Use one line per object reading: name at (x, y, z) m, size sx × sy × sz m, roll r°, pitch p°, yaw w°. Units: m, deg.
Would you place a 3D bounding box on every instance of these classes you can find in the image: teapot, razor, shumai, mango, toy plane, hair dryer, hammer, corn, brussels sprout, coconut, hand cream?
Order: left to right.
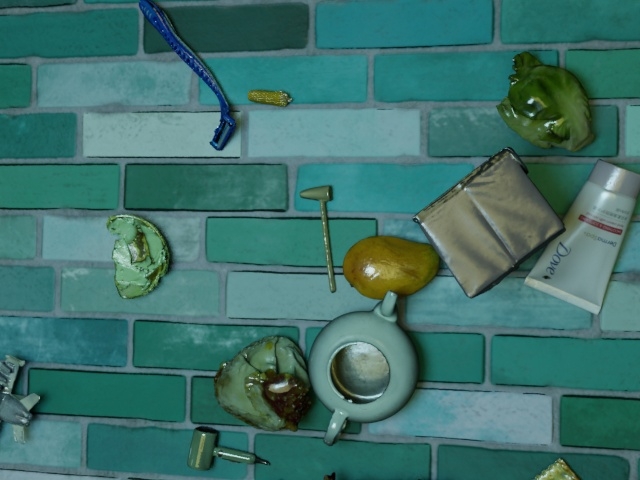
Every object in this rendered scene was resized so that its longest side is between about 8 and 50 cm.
toy plane at (-0.656, 0.292, 1.415) m, size 0.262 × 0.088 × 0.192 m, roll 21°, pitch 94°, yaw 10°
coconut at (-0.339, 0.031, 1.381) m, size 0.133 × 0.055 × 0.158 m, roll 5°, pitch 91°, yaw 9°
razor at (-0.242, -0.325, 1.379) m, size 0.056 × 0.093 × 0.324 m, roll -26°, pitch 78°, yaw -32°
hair dryer at (-0.166, 0.392, 1.353) m, size 0.150 × 0.047 × 0.071 m, roll 12°, pitch 90°, yaw 4°
shumai at (-0.106, 0.266, 1.293) m, size 0.184 × 0.142 × 0.184 m, roll 0°, pitch 87°, yaw 6°
corn at (-0.093, -0.263, 1.358) m, size 0.083 × 0.028 × 0.027 m, roll 9°, pitch 69°, yaw 10°
hammer at (0.000, 0.000, 1.340) m, size 0.060 × 0.028 × 0.195 m, roll -7°, pitch 89°, yaw 15°
teapot at (0.072, 0.219, 1.268) m, size 0.193 × 0.129 × 0.294 m, roll 24°, pitch 93°, yaw 10°
mango at (0.121, 0.050, 1.288) m, size 0.165 × 0.089 × 0.115 m, roll 12°, pitch 81°, yaw 7°
brussels sprout at (0.387, -0.231, 1.246) m, size 0.139 × 0.100 × 0.181 m, roll -41°, pitch 71°, yaw -13°
hand cream at (0.449, -0.010, 1.241) m, size 0.133 × 0.083 × 0.247 m, roll 22°, pitch 102°, yaw 12°

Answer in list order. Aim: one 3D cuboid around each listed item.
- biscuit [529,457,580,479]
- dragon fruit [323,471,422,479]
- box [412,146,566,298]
biscuit at (0.368, 0.495, 1.268) m, size 0.231 × 0.016 × 0.139 m, roll -42°, pitch 82°, yaw 7°
dragon fruit at (0.166, 0.534, 1.209) m, size 0.344 × 0.100 × 0.282 m, roll 1°, pitch 81°, yaw -3°
box at (0.265, -0.025, 1.177) m, size 0.188 × 0.252 × 0.153 m, roll -37°, pitch 84°, yaw 6°
